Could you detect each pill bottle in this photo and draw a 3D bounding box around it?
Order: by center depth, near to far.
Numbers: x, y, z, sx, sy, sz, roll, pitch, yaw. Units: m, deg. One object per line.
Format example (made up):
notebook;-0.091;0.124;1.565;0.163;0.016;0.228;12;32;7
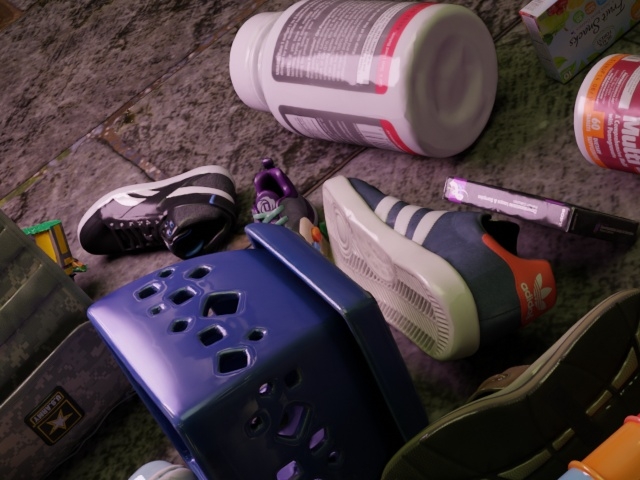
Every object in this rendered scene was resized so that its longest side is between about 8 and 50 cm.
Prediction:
pill bottle;0.372;-0.115;1.262;0.221;0.121;0.121;16;58;45
pill bottle;0.041;-0.204;1.550;0.319;0.176;0.176;14;56;43

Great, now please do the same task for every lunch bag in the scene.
lunch bag;-0.348;0.127;1.360;0.235;0.287;0.169;-46;18;-14

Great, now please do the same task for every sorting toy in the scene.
sorting toy;0.000;0.000;1.440;0.012;0.062;0.083;-30;35;24

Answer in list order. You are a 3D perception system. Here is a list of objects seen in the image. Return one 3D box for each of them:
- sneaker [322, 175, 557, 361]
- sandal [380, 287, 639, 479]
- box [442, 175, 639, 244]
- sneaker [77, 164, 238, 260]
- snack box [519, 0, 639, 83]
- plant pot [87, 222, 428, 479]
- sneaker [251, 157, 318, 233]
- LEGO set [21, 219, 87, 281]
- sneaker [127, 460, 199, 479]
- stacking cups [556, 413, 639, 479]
sneaker;0.117;0.013;1.314;0.148;0.131;0.350;-18;28;-16
sandal;0.188;0.156;1.113;0.303;0.120;0.086;-35;9;-7
box;0.220;-0.030;1.286;0.162;0.116;0.029;17;96;46
sneaker;-0.207;-0.014;1.585;0.217;0.079;0.121;-22;36;10
snack box;0.309;-0.266;1.496;0.141;0.100;0.037;-40;37;-10
plant pot;-0.046;0.132;1.189;0.212;0.236;0.236;-34;36;-13
sneaker;-0.053;0.006;1.440;0.083;0.098;0.223;-21;38;14
LEGO set;-0.447;0.112;1.579;0.331;0.192;0.255;-12;12;20
sneaker;-0.260;0.278;1.143;0.208;0.127;0.319;42;97;28
stacking cups;0.206;0.230;1.013;0.316;0.096;0.096;-37;37;-10
